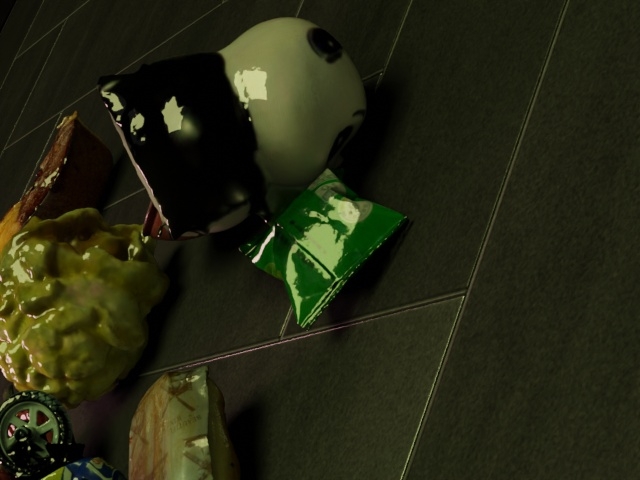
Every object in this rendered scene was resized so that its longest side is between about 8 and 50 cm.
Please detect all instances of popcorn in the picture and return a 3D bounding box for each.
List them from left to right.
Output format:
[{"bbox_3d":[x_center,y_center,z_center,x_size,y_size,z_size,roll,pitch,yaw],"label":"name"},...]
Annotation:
[{"bbox_3d":[-0.312,0.076,2.001,0.259,0.212,0.259,-45,33,40],"label":"popcorn"}]

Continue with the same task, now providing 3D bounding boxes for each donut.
[{"bbox_3d":[-0.408,-0.038,2.472,0.295,0.112,0.151,-56,24,12],"label":"donut"}]

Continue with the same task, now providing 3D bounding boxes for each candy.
[{"bbox_3d":[-0.004,-0.001,1.599,0.141,0.078,0.203,-58,27,5],"label":"candy"}]

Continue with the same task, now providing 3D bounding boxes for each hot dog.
[{"bbox_3d":[-0.131,0.241,1.565,0.163,0.081,0.270,-54,28,36],"label":"hot dog"}]

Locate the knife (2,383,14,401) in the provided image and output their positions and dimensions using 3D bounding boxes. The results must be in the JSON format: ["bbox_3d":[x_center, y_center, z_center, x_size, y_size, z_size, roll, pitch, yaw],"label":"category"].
[{"bbox_3d":[-0.433,0.282,2.233,0.045,0.021,0.222,-50,28,24],"label":"knife"}]

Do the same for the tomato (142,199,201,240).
[{"bbox_3d":[-0.120,-0.089,1.912,0.199,0.112,0.228,-122,57,-86],"label":"tomato"}]

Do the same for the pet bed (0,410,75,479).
[{"bbox_3d":[-0.340,0.288,1.923,0.201,0.053,0.201,-24,61,54],"label":"pet bed"}]

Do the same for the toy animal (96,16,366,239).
[{"bbox_3d":[-0.078,-0.113,1.719,0.266,0.213,0.212,-19,23,-6],"label":"toy animal"}]

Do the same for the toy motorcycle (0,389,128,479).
[{"bbox_3d":[-0.256,0.302,1.514,0.113,0.168,0.316,37,-118,-75],"label":"toy motorcycle"}]
